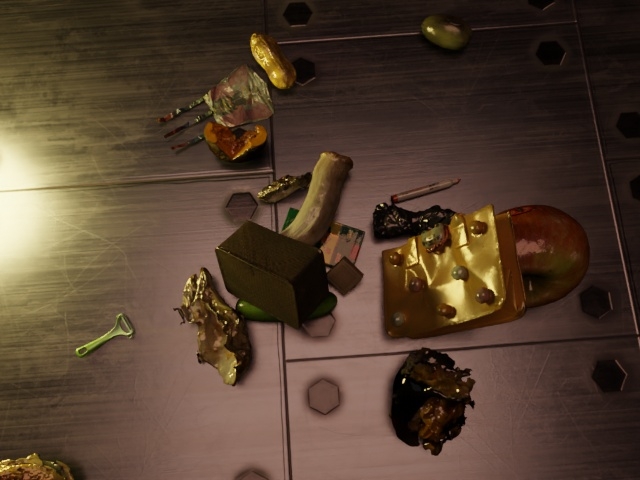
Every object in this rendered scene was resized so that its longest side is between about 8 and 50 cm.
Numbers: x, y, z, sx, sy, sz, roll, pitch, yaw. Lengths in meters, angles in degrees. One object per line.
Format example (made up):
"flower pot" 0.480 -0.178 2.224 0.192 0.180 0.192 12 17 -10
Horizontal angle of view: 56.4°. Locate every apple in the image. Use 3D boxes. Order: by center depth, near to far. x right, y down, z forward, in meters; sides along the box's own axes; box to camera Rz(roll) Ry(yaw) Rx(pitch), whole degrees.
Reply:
"apple" 0.554 0.034 1.612 0.309 0.277 0.250 4 43 -4

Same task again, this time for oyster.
"oyster" -0.292 0.238 1.642 0.133 0.198 0.337 -11 57 -47
"oyster" -0.105 -0.160 1.752 0.177 0.105 0.056 -27 86 19

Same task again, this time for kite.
"kite" -0.326 -0.408 1.857 0.360 0.022 0.204 -26 77 -9

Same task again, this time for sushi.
"sushi" 0.291 0.422 1.563 0.200 0.204 0.213 24 37 31

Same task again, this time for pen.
"pen" 0.315 -0.151 1.778 0.218 0.026 0.026 -16 76 -3

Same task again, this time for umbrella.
"umbrella" 0.287 -0.055 1.709 0.272 0.122 0.110 1 54 10

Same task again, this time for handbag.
"handbag" 0.320 0.092 1.548 0.133 0.401 0.283 15 64 -36

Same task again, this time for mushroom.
"mushroom" -0.012 -0.102 1.700 0.122 0.095 0.351 33 70 -17

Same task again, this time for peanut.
"peanut" -0.147 -0.560 1.859 0.087 0.087 0.207 -33 80 -7

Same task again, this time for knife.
"knife" -0.610 0.280 1.687 0.166 0.022 0.078 -33 71 -9

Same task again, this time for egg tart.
"egg tart" -0.773 0.686 1.546 0.297 0.132 0.297 1 87 -10

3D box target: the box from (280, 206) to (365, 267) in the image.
"box" 0.000 0.000 1.742 0.235 0.034 0.132 18 76 5

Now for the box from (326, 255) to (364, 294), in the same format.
"box" 0.069 0.100 1.690 0.083 0.035 0.079 45 110 -5

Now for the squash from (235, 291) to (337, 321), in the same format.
"squash" -0.097 0.186 1.673 0.292 0.082 0.082 -5 76 0

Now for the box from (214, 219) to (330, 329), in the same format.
"box" -0.127 0.086 1.588 0.273 0.184 0.143 22 50 29

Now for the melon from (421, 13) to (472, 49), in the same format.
"melon" 0.394 -0.654 1.867 0.162 0.099 0.099 23 78 10

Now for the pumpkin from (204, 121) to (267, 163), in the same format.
"pumpkin" -0.250 -0.284 1.777 0.183 0.108 0.119 7 46 1
